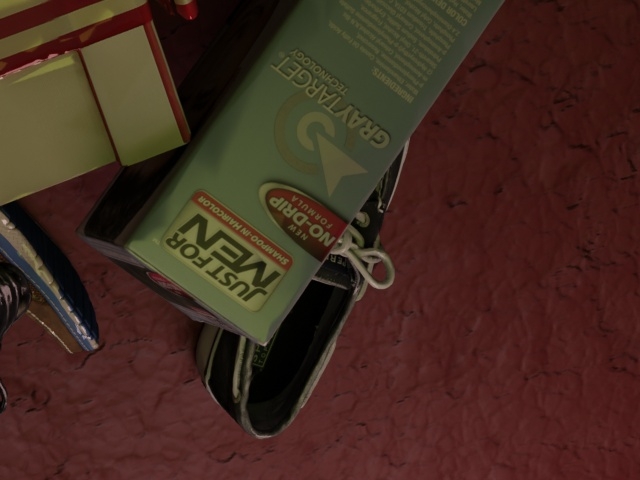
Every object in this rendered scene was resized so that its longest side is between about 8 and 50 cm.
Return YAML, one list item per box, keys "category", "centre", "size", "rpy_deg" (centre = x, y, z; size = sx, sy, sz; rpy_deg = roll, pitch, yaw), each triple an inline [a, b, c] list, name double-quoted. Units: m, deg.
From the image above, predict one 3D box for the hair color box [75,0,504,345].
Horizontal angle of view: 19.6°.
- category: "hair color box"
  centre: [0.003, -0.121, 1.222]
  size: [0.113, 0.185, 0.374]
  rpy_deg: [36, 82, -15]

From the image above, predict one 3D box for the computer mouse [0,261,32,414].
- category: "computer mouse"
  centre: [-0.347, 0.062, 1.275]
  size: [0.272, 0.072, 0.188]
  rpy_deg: [3, 135, -20]

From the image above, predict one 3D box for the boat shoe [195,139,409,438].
- category: "boat shoe"
  centre: [-0.004, -0.001, 1.361]
  size: [0.113, 0.105, 0.306]
  rpy_deg: [22, 101, -26]

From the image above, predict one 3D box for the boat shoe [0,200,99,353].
- category: "boat shoe"
  centre: [-0.225, 0.017, 1.318]
  size: [0.066, 0.066, 0.183]
  rpy_deg: [-30, 117, 8]

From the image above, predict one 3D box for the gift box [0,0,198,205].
- category: "gift box"
  centre: [-0.224, -0.172, 1.134]
  size: [0.258, 0.255, 0.276]
  rpy_deg: [-21, 121, -9]
